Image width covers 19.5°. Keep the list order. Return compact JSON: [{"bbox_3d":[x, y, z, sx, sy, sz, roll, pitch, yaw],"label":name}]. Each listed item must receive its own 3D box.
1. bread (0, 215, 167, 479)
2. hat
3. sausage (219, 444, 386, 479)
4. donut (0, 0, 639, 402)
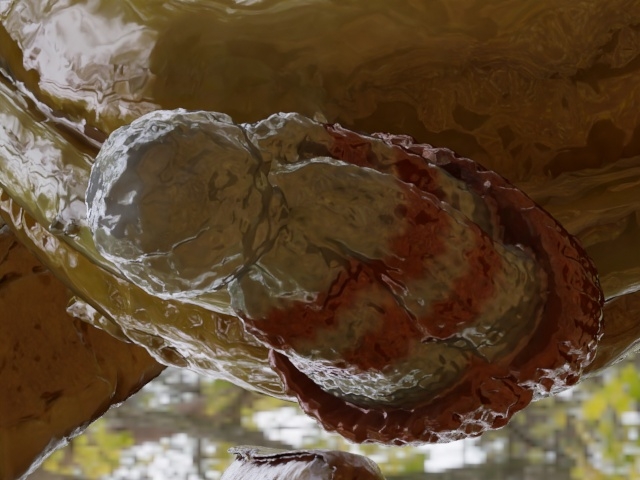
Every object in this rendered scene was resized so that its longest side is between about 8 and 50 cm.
[{"bbox_3d":[-0.194,0.056,1.036,0.294,0.132,0.166,-37,-62,-53],"label":"bread"},{"bbox_3d":[0.000,0.000,0.522,0.093,0.112,0.162,-60,-37,-3],"label":"hat"},{"bbox_3d":[-0.017,0.201,1.348,0.102,0.330,0.102,2,-96,-16],"label":"sausage"},{"bbox_3d":[0.041,-0.086,0.828,0.449,0.449,0.198,-38,-47,-45],"label":"donut"}]
